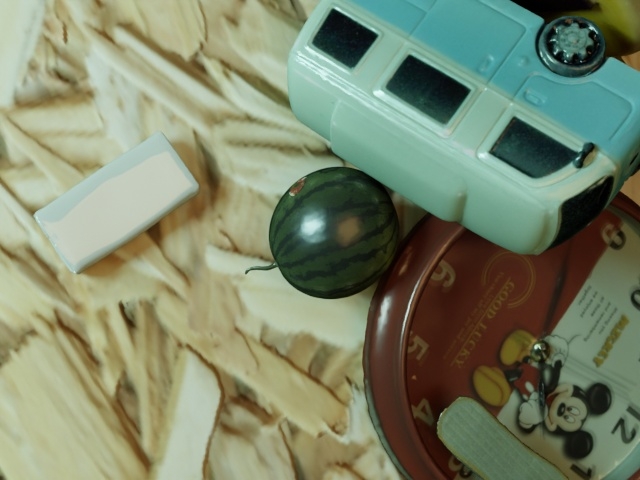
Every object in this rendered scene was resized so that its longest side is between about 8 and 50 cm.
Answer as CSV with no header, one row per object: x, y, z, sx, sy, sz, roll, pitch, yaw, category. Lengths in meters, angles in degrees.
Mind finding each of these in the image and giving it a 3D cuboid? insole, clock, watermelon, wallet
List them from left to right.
-0.161,-0.030,0.832,0.122,0.025,0.061,-36,101,-15,wallet
0.000,0.000,0.845,0.133,0.105,0.105,-28,97,0,watermelon
0.164,0.199,0.868,0.188,0.004,0.064,45,79,-16,insole
0.187,0.095,0.912,0.318,0.080,0.318,-1,94,-19,clock

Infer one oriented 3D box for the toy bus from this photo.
0.113,-0.103,0.808,0.271,0.133,0.165,33,73,14,toy bus

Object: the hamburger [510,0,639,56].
0.183,-0.277,0.821,0.300,0.300,0.176,30,93,-15,hamburger

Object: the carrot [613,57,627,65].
0.270,-0.145,0.969,0.042,0.042,0.171,-38,98,-15,carrot
